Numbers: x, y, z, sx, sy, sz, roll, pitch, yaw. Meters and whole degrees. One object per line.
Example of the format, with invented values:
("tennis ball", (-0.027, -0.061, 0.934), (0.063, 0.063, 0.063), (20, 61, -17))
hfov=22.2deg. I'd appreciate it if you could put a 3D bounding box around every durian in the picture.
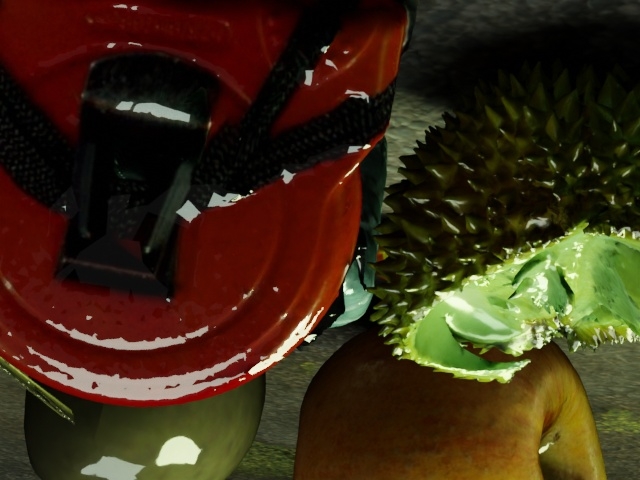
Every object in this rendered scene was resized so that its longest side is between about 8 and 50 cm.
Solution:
("durian", (0.141, -0.009, 0.962), (0.200, 0.176, 0.237), (36, 137, -27))

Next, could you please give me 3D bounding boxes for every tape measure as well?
("tape measure", (-0.082, -0.038, 0.856), (0.253, 0.260, 0.114), (9, -164, -2))

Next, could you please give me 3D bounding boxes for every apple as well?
("apple", (0.106, 0.204, 1.460), (0.275, 0.299, 0.299), (-6, 159, 25))

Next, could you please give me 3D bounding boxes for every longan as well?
("longan", (-0.161, 0.137, 1.437), (0.215, 0.246, 0.246), (43, 167, 12))

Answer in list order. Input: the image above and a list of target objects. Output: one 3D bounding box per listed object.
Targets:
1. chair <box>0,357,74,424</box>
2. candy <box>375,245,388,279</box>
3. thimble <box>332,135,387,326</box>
("chair", (-0.239, 0.011, 1.200), (0.170, 0.159, 0.326), (-19, 144, 25))
("candy", (0.000, 0.000, 1.290), (0.185, 0.049, 0.055), (10, 157, 16))
("thimble", (-0.074, -0.028, 1.041), (0.235, 0.143, 0.198), (0, 161, 17))
